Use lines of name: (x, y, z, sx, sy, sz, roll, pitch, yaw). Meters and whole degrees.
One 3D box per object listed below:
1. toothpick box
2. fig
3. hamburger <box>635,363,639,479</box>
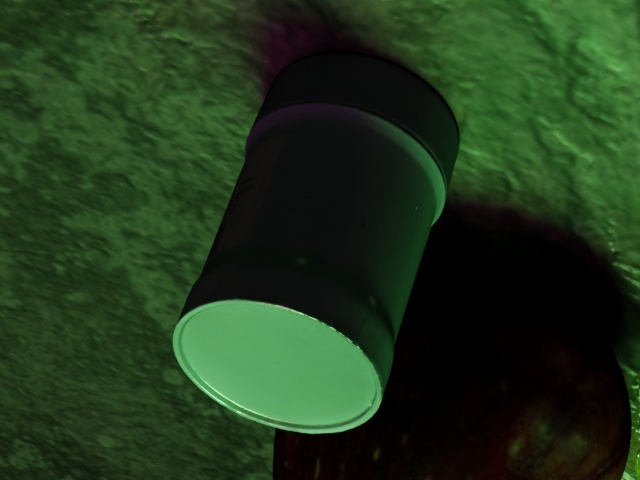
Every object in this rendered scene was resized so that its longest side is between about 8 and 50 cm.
toothpick box: (0.000, 0.000, 0.881, 0.101, 0.153, 0.101, 13, 143, 10)
fig: (0.045, 0.135, 0.954, 0.186, 0.249, 0.204, 38, 144, 5)
hamburger: (0.241, 0.102, 0.901, 0.214, 0.125, 0.235, -30, 136, 24)
